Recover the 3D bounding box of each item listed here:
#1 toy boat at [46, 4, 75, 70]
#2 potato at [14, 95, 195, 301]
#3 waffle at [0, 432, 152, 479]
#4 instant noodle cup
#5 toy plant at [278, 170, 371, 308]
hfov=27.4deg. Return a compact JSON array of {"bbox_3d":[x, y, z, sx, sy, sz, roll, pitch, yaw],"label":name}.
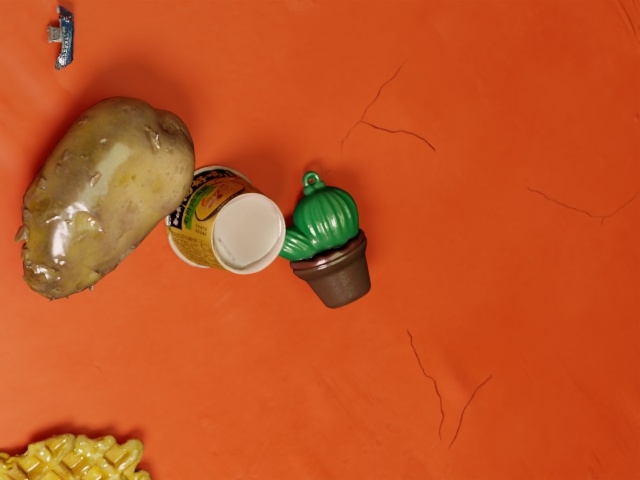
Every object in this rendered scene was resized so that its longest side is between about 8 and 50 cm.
[{"bbox_3d":[-0.336,-0.262,1.695,0.038,0.038,0.083,-3,103,-32],"label":"toy boat"},{"bbox_3d":[-0.288,-0.057,1.709,0.296,0.141,0.191,-57,139,-10],"label":"potato"},{"bbox_3d":[-0.357,0.413,1.821,0.307,0.060,0.312,-11,105,-29],"label":"waffle"},{"bbox_3d":[-0.125,-0.023,1.828,0.151,0.122,0.151,-6,103,-29],"label":"instant noodle cup"},{"bbox_3d":[0.000,0.000,1.931,0.143,0.105,0.200,-26,97,-12],"label":"toy plant"}]
